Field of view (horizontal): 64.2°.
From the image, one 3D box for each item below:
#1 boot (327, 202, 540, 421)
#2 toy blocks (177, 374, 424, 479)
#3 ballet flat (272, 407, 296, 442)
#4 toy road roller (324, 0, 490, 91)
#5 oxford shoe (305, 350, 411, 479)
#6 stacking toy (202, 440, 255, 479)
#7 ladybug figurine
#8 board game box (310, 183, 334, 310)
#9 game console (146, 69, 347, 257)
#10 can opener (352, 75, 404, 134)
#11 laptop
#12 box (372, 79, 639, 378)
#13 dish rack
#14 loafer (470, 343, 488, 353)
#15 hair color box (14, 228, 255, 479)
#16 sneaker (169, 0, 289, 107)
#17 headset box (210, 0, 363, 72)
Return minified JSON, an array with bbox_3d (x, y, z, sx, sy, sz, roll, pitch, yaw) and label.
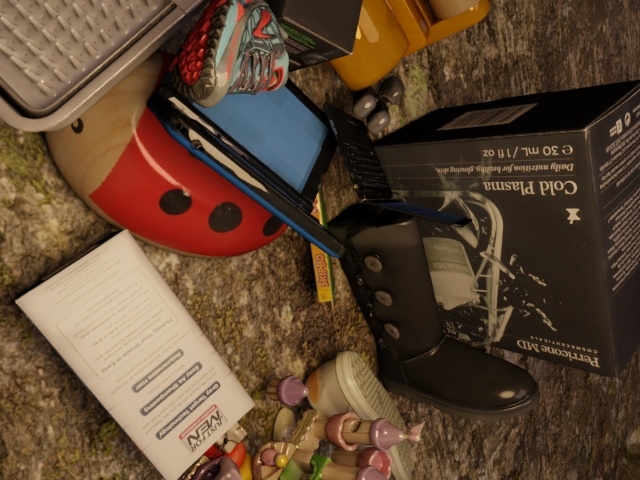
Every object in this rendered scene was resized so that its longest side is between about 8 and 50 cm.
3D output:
[{"bbox_3d":[0.227,0.135,1.051,0.146,0.367,0.444,-37,117,-47],"label":"boot"},{"bbox_3d":[0.002,0.392,0.836,0.308,0.260,0.288,55,49,-19],"label":"toy blocks"},{"bbox_3d":[-0.069,0.428,1.039,0.057,0.052,0.168,7,91,-38],"label":"ballet flat"},{"bbox_3d":[0.127,-0.413,0.925,0.202,0.330,0.240,48,44,-32],"label":"toy road roller"},{"bbox_3d":[0.097,0.405,1.131,0.169,0.130,0.449,-94,158,-51],"label":"oxford shoe"},{"bbox_3d":[-0.151,0.446,0.936,0.141,0.141,0.330,-30,108,-32],"label":"stacking toy"},{"bbox_3d":[-0.189,-0.127,0.810,0.450,0.162,0.304,25,80,-38],"label":"ladybug figurine"},{"bbox_3d":[0.000,0.000,1.007,0.039,0.124,0.259,-9,102,5],"label":"board game box"},{"bbox_3d":[-0.063,-0.150,0.700,0.293,0.250,0.173,37,94,-33],"label":"game console"},{"bbox_3d":[0.115,-0.280,0.987,0.095,0.283,0.076,-40,104,18],"label":"can opener"},{"bbox_3d":[0.143,-0.127,0.886,0.264,0.137,0.234,69,20,3],"label":"laptop"},{"bbox_3d":[0.406,-0.038,1.081,0.297,0.480,0.471,-33,114,-33],"label":"box"},{"bbox_3d":[-0.317,-0.312,0.647,0.285,0.072,0.333,44,81,5],"label":"dish rack"},{"bbox_3d":[0.359,0.324,1.341,0.269,0.102,0.091,3,92,-48],"label":"loafer"},{"bbox_3d":[-0.273,0.172,0.778,0.174,0.105,0.347,-39,107,-26],"label":"hair color box"},{"bbox_3d":[-0.084,-0.225,0.601,0.125,0.104,0.261,36,36,-25],"label":"sneaker"},{"bbox_3d":[-0.051,-0.413,0.809,0.131,0.283,0.246,13,86,-38],"label":"headset box"}]
